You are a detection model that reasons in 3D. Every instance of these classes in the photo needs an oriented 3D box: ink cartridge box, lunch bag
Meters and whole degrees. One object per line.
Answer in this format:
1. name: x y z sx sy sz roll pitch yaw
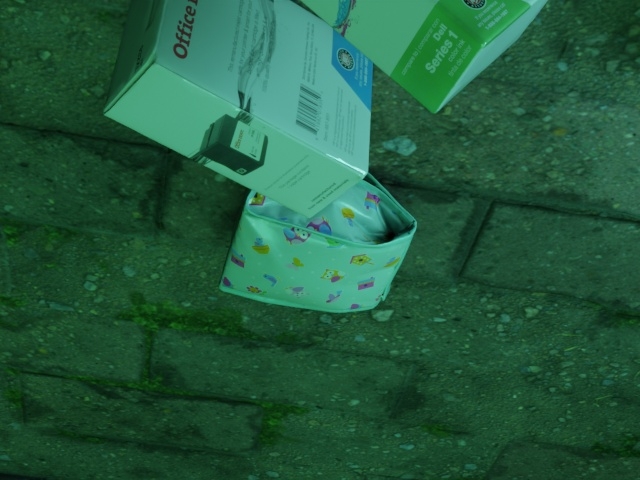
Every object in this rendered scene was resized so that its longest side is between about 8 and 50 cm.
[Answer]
1. ink cartridge box: 0.088 -0.298 1.237 0.278 0.201 0.117 42 139 6
2. ink cartridge box: -0.093 -0.199 1.462 0.307 0.223 0.129 27 139 -27
3. lunch bag: 0.000 0.000 1.780 0.262 0.160 0.223 15 142 -5
